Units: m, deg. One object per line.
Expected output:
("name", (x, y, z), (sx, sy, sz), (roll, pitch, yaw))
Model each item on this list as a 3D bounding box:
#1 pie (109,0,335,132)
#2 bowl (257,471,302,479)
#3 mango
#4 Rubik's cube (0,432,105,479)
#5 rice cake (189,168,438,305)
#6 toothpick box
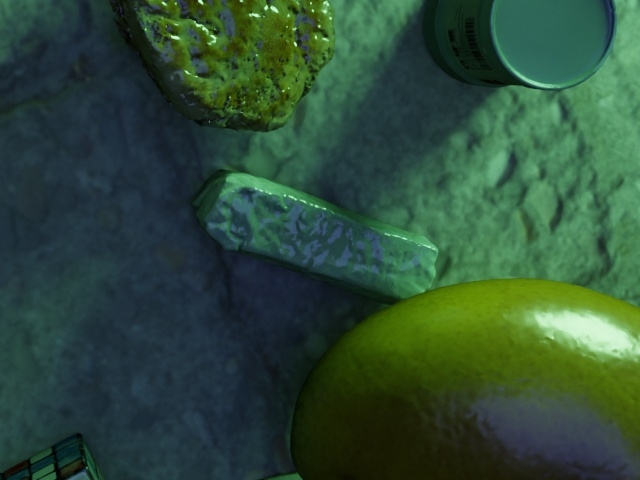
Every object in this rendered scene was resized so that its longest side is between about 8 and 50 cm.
("pie", (-0.072, -0.172, 1.052), (0.163, 0.079, 0.193), (-27, 104, -17))
("bowl", (0.006, 0.364, 1.107), (0.337, 0.157, 0.337), (-2, 97, -13))
("mango", (0.164, 0.159, 1.079), (0.378, 0.221, 0.264), (15, 111, -13))
("Rubik's cube", (-0.201, 0.217, 1.066), (0.092, 0.092, 0.092), (-28, 103, -9))
("rice cake", (-0.001, 0.000, 1.097), (0.206, 0.069, 0.063), (19, 93, -14))
("toothpick box", (0.148, -0.165, 1.065), (0.101, 0.153, 0.101), (-2, 99, -13))
